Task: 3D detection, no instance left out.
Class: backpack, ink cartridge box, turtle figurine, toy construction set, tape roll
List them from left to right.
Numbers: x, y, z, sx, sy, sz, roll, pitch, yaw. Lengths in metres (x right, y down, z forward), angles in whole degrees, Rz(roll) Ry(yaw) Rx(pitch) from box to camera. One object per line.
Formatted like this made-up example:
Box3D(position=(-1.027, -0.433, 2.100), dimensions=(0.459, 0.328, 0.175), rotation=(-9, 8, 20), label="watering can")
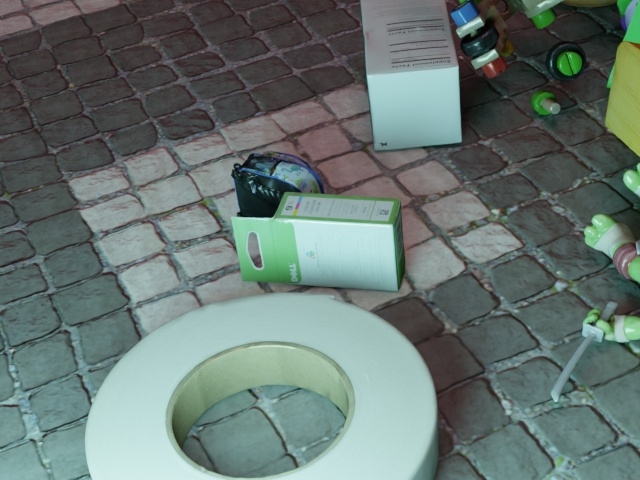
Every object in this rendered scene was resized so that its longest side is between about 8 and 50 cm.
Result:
Box3D(position=(-0.061, 0.206, 1.316), dimensions=(0.392, 0.072, 0.392), rotation=(-5, 39, 4), label="tape roll")
Box3D(position=(-0.050, -0.066, 1.628), dimensions=(0.114, 0.105, 0.084), rotation=(17, 45, 23), label="backpack")
Box3D(position=(0.000, 0.000, 1.534), dimensions=(0.209, 0.109, 0.062), rotation=(3, 39, 13), label="ink cartridge box")
Box3D(position=(0.265, -0.384, 1.804), dimensions=(0.309, 0.257, 0.237), rotation=(28, 12, -16), label="toy construction set")
Box3D(position=(0.372, 0.019, 1.385), dimensions=(0.275, 0.197, 0.266), rotation=(-7, 33, -5), label="turtle figurine")

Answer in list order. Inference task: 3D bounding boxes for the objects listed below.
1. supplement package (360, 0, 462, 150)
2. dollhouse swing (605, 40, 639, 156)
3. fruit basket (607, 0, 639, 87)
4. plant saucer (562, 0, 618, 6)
Box3D(position=(0.136, -0.262, 1.819), dimensions=(0.134, 0.139, 0.244), rotation=(-6, 39, 3), label="supplement package")
Box3D(position=(0.580, -0.232, 1.484), dimensions=(0.347, 0.305, 0.315), rotation=(11, 19, -7), label="dollhouse swing")
Box3D(position=(0.503, -0.439, 1.800), dimensions=(0.392, 0.392, 0.283), rotation=(14, 43, 25), label="fruit basket")
Box3D(position=(0.472, -0.461, 2.098), dimensions=(0.200, 0.037, 0.200), rotation=(-5, 38, 4), label="plant saucer")
